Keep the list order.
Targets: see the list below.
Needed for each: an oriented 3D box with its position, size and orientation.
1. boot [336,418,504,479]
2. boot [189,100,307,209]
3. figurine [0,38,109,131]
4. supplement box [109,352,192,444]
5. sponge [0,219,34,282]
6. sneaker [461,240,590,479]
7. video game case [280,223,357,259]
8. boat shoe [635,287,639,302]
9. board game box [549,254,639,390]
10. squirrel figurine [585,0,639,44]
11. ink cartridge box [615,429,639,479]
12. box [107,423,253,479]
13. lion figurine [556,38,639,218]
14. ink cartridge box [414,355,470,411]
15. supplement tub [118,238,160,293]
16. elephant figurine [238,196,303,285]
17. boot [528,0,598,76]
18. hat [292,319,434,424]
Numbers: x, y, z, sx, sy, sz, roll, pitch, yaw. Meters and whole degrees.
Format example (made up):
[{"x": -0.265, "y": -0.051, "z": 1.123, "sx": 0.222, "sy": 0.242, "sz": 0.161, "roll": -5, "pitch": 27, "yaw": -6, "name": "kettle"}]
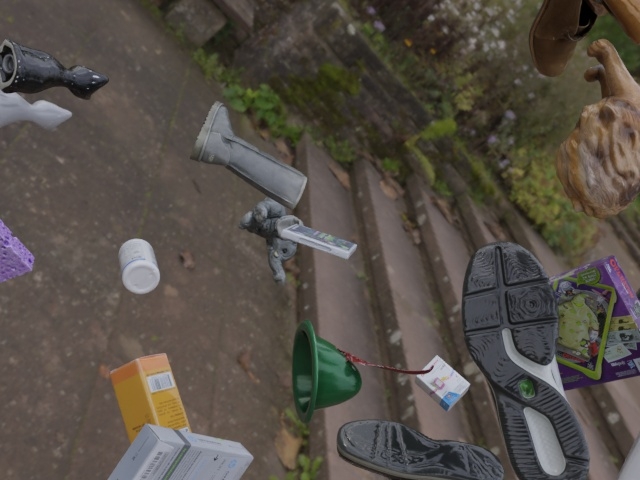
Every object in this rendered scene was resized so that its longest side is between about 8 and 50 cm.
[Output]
[{"x": 0.122, "y": 0.356, "z": 1.068, "sx": 0.236, "sy": 0.179, "sz": 0.085, "roll": 13, "pitch": 35, "yaw": -2, "name": "boot"}, {"x": -0.121, "y": -0.156, "z": 1.351, "sx": 0.208, "sy": 0.076, "sz": 0.190, "roll": 20, "pitch": 41, "yaw": -10, "name": "boot"}, {"x": -0.554, "y": -0.282, "z": 1.453, "sx": 0.209, "sy": 0.214, "sz": 0.092, "roll": 2, "pitch": 63, "yaw": -54, "name": "figurine"}, {"x": -0.277, "y": 0.317, "z": 1.268, "sx": 0.080, "sy": 0.078, "sz": 0.234, "roll": 2, "pitch": 65, "yaw": -58, "name": "supplement box"}, {"x": -0.509, "y": -0.016, "z": 1.033, "sx": 0.031, "sy": 0.117, "sz": 0.210, "roll": -99, "pitch": 166, "yaw": -48, "name": "sponge"}, {"x": 0.353, "y": 0.241, "z": 1.358, "sx": 0.257, "sy": 0.169, "sz": 0.448, "roll": 67, "pitch": 14, "yaw": -67, "name": "sneaker"}, {"x": 0.000, "y": 0.000, "z": 1.874, "sx": 0.173, "sy": 0.022, "sz": 0.190, "roll": 20, "pitch": 8, "yaw": 6, "name": "video game case"}, {"x": 0.706, "y": 0.057, "z": 1.363, "sx": 0.123, "sy": 0.324, "sz": 0.116, "roll": -6, "pitch": 45, "yaw": -28, "name": "boat shoe"}, {"x": 0.443, "y": 0.175, "z": 1.389, "sx": 0.056, "sy": 0.346, "sz": 0.208, "roll": -32, "pitch": 92, "yaw": -39, "name": "board game box"}, {"x": 0.506, "y": -0.554, "z": 1.084, "sx": 0.397, "sy": 0.370, "sz": 0.281, "roll": 50, "pitch": 21, "yaw": -10, "name": "squirrel figurine"}, {"x": 0.412, "y": 0.187, "z": 0.721, "sx": 0.166, "sy": 0.286, "sz": 0.395, "roll": 27, "pitch": 8, "yaw": 27, "name": "ink cartridge box"}, {"x": -0.189, "y": 0.315, "z": 0.950, "sx": 0.038, "sy": 0.145, "sz": 0.186, "roll": 36, "pitch": 3, "yaw": 40, "name": "box"}, {"x": 0.523, "y": -0.183, "z": 1.080, "sx": 0.142, "sy": 0.391, "sz": 0.240, "roll": 64, "pitch": 12, "yaw": -68, "name": "lion figurine"}, {"x": 0.331, "y": 0.389, "z": 2.030, "sx": 0.122, "sy": 0.088, "sz": 0.052, "roll": 40, "pitch": -23, "yaw": 23, "name": "ink cartridge box"}, {"x": -0.348, "y": 0.049, "z": 1.423, "sx": 0.071, "sy": 0.071, "sz": 0.107, "roll": 41, "pitch": 7, "yaw": -30, "name": "supplement tub"}, {"x": -0.129, "y": -0.011, "z": 2.336, "sx": 0.239, "sy": 0.186, "sz": 0.169, "roll": 47, "pitch": 12, "yaw": 1, "name": "elephant figurine"}, {"x": 0.537, "y": -0.463, "z": 1.629, "sx": 0.305, "sy": 0.112, "sz": 0.115, "roll": 82, "pitch": -11, "yaw": -53, "name": "boot"}, {"x": 0.059, "y": 0.231, "z": 1.275, "sx": 0.183, "sy": 0.173, "sz": 0.208, "roll": 2, "pitch": 23, "yaw": -14, "name": "hat"}]
